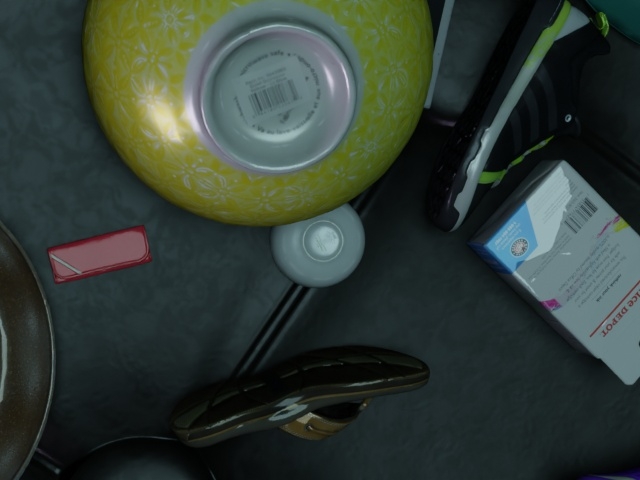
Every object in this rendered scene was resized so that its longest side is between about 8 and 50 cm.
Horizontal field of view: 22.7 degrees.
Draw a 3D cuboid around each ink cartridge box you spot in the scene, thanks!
[{"bbox_3d":[0.230,0.028,1.391,0.181,0.061,0.104,44,84,-9],"label":"ink cartridge box"}]

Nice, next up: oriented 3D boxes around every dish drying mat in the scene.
[{"bbox_3d":[-0.185,0.012,1.338,0.083,0.008,0.032,-14,93,-10],"label":"dish drying mat"}]

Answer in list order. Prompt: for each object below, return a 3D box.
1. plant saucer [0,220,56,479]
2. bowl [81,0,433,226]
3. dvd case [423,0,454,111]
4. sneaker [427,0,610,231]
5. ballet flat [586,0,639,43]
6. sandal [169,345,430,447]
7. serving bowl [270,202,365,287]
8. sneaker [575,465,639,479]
[{"bbox_3d":[-0.355,0.097,1.238,0.310,0.050,0.311,2,87,-37],"label":"plant saucer"},{"bbox_3d":[-0.041,-0.129,1.227,0.289,0.156,0.289,-3,111,-7],"label":"bowl"},{"bbox_3d":[0.033,-0.245,1.346,0.179,0.029,0.239,15,81,-14],"label":"dvd case"},{"bbox_3d":[0.179,-0.101,1.366,0.097,0.084,0.235,29,86,-12],"label":"sneaker"},{"bbox_3d":[0.323,-0.198,1.404,0.247,0.083,0.087,38,60,-10],"label":"ballet flat"},{"bbox_3d":[-0.015,0.141,1.338,0.219,0.090,0.060,-17,111,-11],"label":"sandal"},{"bbox_3d":[0.000,0.000,1.363,0.083,0.027,0.083,0,91,-12],"label":"serving bowl"},{"bbox_3d":[0.354,0.198,1.409,0.293,0.102,0.146,6,86,-16],"label":"sneaker"}]
